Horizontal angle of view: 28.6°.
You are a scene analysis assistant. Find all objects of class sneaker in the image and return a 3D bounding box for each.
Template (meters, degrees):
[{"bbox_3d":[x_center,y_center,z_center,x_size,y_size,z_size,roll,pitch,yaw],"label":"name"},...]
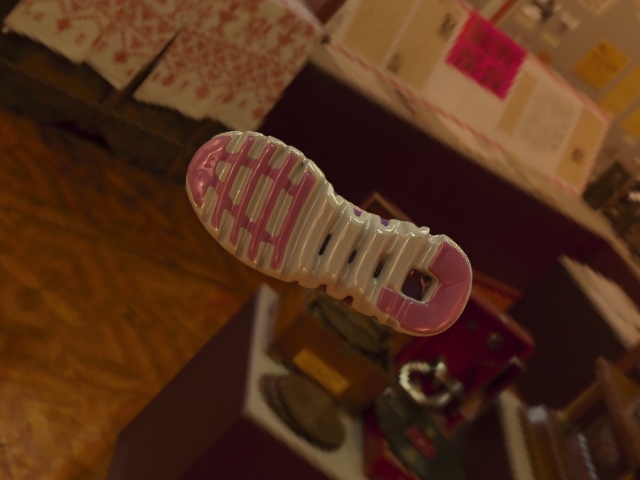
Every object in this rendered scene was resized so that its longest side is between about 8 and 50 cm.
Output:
[{"bbox_3d":[0.000,0.000,0.985,0.236,0.095,0.104,29,-6,-5],"label":"sneaker"}]
